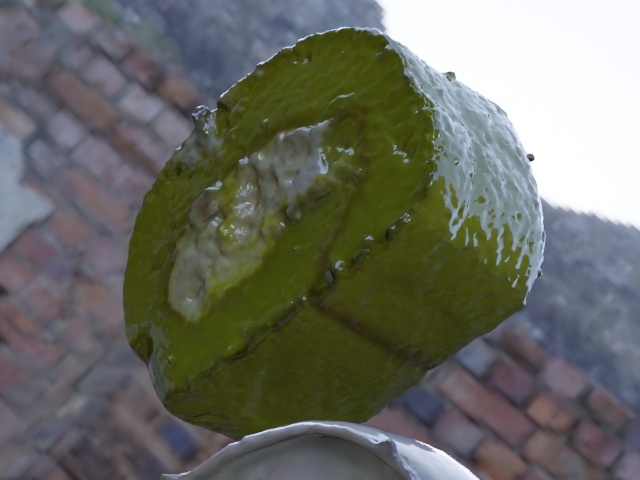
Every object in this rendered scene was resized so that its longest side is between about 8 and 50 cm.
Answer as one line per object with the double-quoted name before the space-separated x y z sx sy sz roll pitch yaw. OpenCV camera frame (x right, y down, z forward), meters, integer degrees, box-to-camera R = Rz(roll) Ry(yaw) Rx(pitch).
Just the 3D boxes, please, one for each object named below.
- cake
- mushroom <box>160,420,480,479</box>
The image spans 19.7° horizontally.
"cake" 0.000 0.000 1.115 0.156 0.260 0.179 31 32 -43
"mushroom" 0.058 0.172 0.792 0.173 0.162 0.236 9 38 -44
